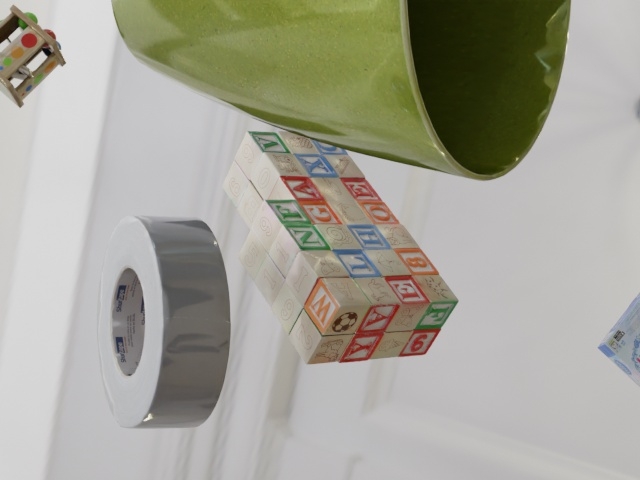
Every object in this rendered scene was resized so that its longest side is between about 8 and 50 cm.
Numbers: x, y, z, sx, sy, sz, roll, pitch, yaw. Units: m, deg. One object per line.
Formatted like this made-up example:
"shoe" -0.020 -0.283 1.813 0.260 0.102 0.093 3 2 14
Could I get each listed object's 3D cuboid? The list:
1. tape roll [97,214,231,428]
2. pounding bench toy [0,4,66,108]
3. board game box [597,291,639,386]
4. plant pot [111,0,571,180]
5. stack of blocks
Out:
"tape roll" -0.165 0.083 1.328 0.072 0.219 0.219 1 -75 -25
"pounding bench toy" -0.271 -0.171 1.122 0.065 0.083 0.052 -47 -9 -11
"board game box" 0.341 0.106 1.317 0.090 0.090 0.020 -47 -1 -22
"plant pot" -0.001 -0.191 0.963 0.275 0.294 0.274 -16 -71 -56
"stack of blocks" 0.000 0.000 1.465 0.171 0.297 0.087 -1 -48 -37
